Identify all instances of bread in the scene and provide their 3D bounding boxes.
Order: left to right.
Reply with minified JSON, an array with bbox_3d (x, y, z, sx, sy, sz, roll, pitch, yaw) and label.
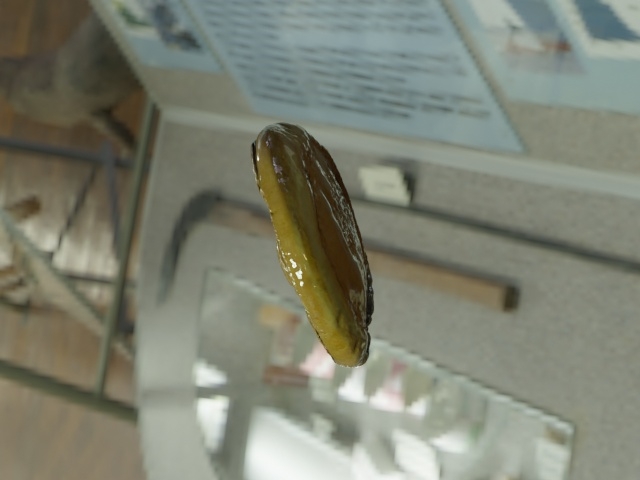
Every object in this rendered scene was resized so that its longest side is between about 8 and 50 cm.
[{"bbox_3d":[0.000,0.000,0.696,0.110,0.024,0.110,-21,-90,-81],"label":"bread"}]
